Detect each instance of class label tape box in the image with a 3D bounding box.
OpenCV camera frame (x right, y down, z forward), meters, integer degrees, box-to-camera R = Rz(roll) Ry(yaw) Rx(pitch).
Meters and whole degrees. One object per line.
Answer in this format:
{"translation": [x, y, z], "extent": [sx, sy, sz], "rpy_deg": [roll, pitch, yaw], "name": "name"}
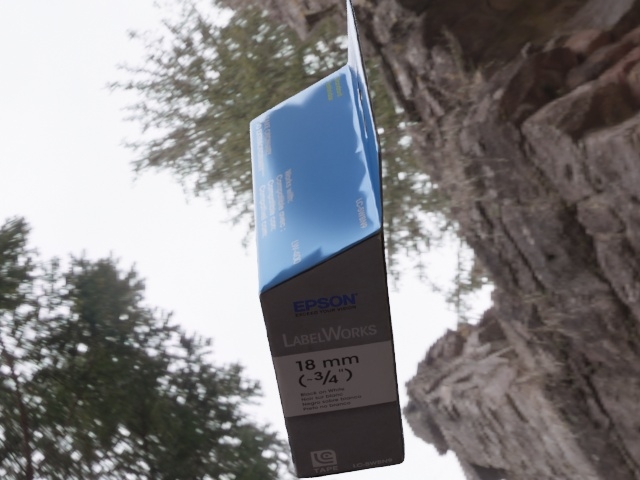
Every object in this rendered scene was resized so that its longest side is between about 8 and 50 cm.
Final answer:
{"translation": [0.000, 0.000, 0.873], "extent": [0.106, 0.241, 0.334], "rpy_deg": [-8, -51, 1], "name": "label tape box"}
